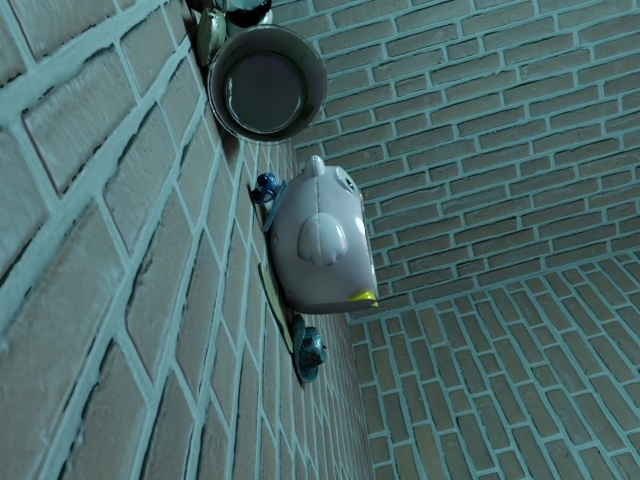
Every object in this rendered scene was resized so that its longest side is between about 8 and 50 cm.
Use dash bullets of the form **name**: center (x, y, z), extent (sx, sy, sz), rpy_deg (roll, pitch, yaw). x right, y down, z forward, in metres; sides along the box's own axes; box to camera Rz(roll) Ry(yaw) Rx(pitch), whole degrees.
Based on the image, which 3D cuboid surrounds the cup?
- **cup**: center (-0.125, -0.338, 1.637), extent (0.274, 0.253, 0.253), rpy_deg (-137, -150, -80)

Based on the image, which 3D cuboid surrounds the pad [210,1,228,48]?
- **pad**: center (-0.259, -0.525, 2.026), extent (0.300, 0.005, 0.202), rpy_deg (71, 5, -46)

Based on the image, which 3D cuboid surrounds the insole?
- **insole**: center (-0.096, 0.153, 1.616), extent (0.081, 0.011, 0.248), rpy_deg (-101, 175, -56)

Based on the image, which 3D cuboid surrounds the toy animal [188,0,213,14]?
- **toy animal**: center (-0.272, -0.569, 1.534), extent (0.218, 0.116, 0.179), rpy_deg (56, -40, 38)

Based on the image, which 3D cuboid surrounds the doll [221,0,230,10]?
- **doll**: center (-0.237, -0.634, 1.689), extent (0.278, 0.119, 0.154), rpy_deg (-118, -147, -55)

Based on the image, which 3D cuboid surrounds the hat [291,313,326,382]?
- **hat**: center (-0.024, 0.257, 1.752), extent (0.191, 0.078, 0.138), rpy_deg (-98, 175, -62)

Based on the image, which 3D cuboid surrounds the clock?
- **clock**: center (0.000, 0.000, 1.877), extent (0.368, 0.250, 0.377), rpy_deg (59, 22, -74)

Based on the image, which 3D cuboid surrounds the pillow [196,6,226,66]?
- **pillow**: center (-0.232, -0.438, 1.565), extent (0.208, 0.053, 0.119), rpy_deg (-92, -167, -74)

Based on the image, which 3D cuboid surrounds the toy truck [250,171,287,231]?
- **toy truck**: center (-0.135, -0.094, 1.744), extent (0.063, 0.074, 0.136), rpy_deg (-78, -166, -78)

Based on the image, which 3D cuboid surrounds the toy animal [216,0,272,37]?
- **toy animal**: center (-0.226, -0.675, 2.148), extent (0.179, 0.166, 0.138), rpy_deg (92, 14, -64)
